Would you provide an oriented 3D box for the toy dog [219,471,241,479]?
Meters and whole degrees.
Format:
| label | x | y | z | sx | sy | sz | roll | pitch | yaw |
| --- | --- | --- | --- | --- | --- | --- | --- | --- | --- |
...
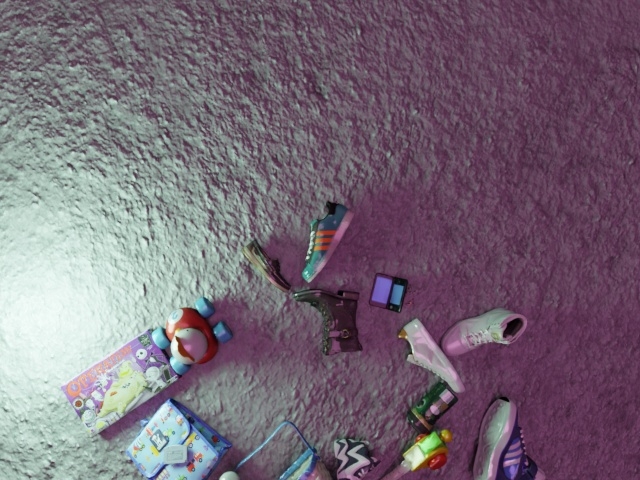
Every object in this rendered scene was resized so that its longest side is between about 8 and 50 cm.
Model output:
| label | x | y | z | sx | sy | sz | roll | pitch | yaw |
| --- | --- | --- | --- | --- | --- | --- | --- | --- | --- |
| toy dog | -0.318 | 0.920 | 1.422 | 0.220 | 0.161 | 0.333 | -14 | 117 | -22 |

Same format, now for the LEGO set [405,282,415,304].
| label | x | y | z | sx | sy | sz | roll | pitch | yaw |
| --- | --- | --- | --- | --- | --- | --- | --- | --- | --- |
| LEGO set | 0.325 | 0.195 | 1.637 | 0.054 | 0.023 | 0.083 | -24 | 88 | -5 |

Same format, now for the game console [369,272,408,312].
| label | x | y | z | sx | sy | sz | roll | pitch | yaw |
| --- | --- | --- | --- | --- | --- | --- | --- | --- | --- |
| game console | 0.244 | 0.186 | 1.612 | 0.071 | 0.107 | 0.122 | 16 | 85 | -31 |

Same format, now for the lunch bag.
| label | x | y | z | sx | sy | sz | roll | pitch | yaw |
| --- | --- | --- | --- | --- | --- | --- | --- | --- | --- |
| lunch bag | -0.491 | 0.700 | 1.521 | 0.293 | 0.138 | 0.221 | 36 | 85 | 12 |

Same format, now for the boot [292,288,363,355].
| label | x | y | z | sx | sy | sz | roll | pitch | yaw |
| --- | --- | --- | --- | --- | --- | --- | --- | --- | --- |
| boot | 0.026 | 0.288 | 1.581 | 0.263 | 0.091 | 0.229 | 4 | 85 | -5 |

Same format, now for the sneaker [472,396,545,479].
| label | x | y | z | sx | sy | sz | roll | pitch | yaw |
| --- | --- | --- | --- | --- | --- | --- | --- | --- | --- |
| sneaker | 0.688 | 0.739 | 1.583 | 0.236 | 0.130 | 0.322 | 23 | 81 | -11 |

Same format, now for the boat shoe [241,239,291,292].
| label | x | y | z | sx | sy | sz | roll | pitch | yaw |
| --- | --- | --- | --- | --- | --- | --- | --- | --- | --- |
| boat shoe | -0.179 | 0.089 | 1.587 | 0.223 | 0.080 | 0.073 | 44 | 90 | 5 |

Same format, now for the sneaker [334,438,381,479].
| label | x | y | z | sx | sy | sz | roll | pitch | yaw |
| --- | --- | --- | --- | --- | --- | --- | --- | --- | --- |
| sneaker | 0.134 | 0.791 | 1.517 | 0.153 | 0.094 | 0.235 | -9 | 52 | 3 |

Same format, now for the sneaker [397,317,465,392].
| label | x | y | z | sx | sy | sz | roll | pitch | yaw |
| --- | --- | --- | --- | --- | --- | --- | --- | --- | --- |
| sneaker | 0.382 | 0.425 | 1.584 | 0.123 | 0.106 | 0.290 | -36 | 71 | 1 |

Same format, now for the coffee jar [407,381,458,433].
| label | x | y | z | sx | sy | sz | roll | pitch | yaw |
| --- | --- | --- | --- | --- | --- | --- | --- | --- | --- |
| coffee jar | 0.390 | 0.590 | 1.579 | 0.184 | 0.096 | 0.079 | -43 | 86 | -4 |

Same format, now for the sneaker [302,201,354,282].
| label | x | y | z | sx | sy | sz | roll | pitch | yaw |
| --- | --- | --- | --- | --- | --- | --- | --- | --- | --- |
| sneaker | 0.000 | 0.000 | 1.596 | 0.121 | 0.108 | 0.302 | 30 | 77 | 0 |

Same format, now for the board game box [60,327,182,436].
| label | x | y | z | sx | sy | sz | roll | pitch | yaw |
| --- | --- | --- | --- | --- | --- | --- | --- | --- | --- |
| board game box | -0.683 | 0.486 | 1.550 | 0.347 | 0.056 | 0.208 | -34 | 85 | -5 |

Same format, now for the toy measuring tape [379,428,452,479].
| label | x | y | z | sx | sy | sz | roll | pitch | yaw |
| --- | --- | --- | --- | --- | --- | --- | --- | --- | --- |
| toy measuring tape | 0.341 | 0.774 | 1.572 | 0.121 | 0.121 | 0.330 | 43 | 102 | 0 |

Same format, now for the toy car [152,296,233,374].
| label | x | y | z | sx | sy | sz | roll | pitch | yaw |
| --- | --- | --- | --- | --- | --- | --- | --- | --- | --- |
| toy car | -0.437 | 0.323 | 1.477 | 0.219 | 0.238 | 0.210 | -36 | 89 | -5 |

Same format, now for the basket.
| label | x | y | z | sx | sy | sz | roll | pitch | yaw |
| --- | --- | --- | --- | --- | --- | --- | --- | --- | --- |
| basket | -0.108 | 0.786 | 1.484 | 0.255 | 0.201 | 0.289 | -41 | 90 | -3 |

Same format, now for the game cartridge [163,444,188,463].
| label | x | y | z | sx | sy | sz | roll | pitch | yaw |
| --- | --- | --- | --- | --- | --- | --- | --- | --- | --- |
| game cartridge | -0.466 | 0.690 | 1.453 | 0.083 | 0.017 | 0.056 | -8 | 73 | 10 |

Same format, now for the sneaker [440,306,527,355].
| label | x | y | z | sx | sy | sz | roll | pitch | yaw |
| --- | --- | --- | --- | --- | --- | --- | --- | --- | --- |
| sneaker | 0.569 | 0.324 | 1.572 | 0.292 | 0.169 | 0.108 | -28 | 90 | -3 |
